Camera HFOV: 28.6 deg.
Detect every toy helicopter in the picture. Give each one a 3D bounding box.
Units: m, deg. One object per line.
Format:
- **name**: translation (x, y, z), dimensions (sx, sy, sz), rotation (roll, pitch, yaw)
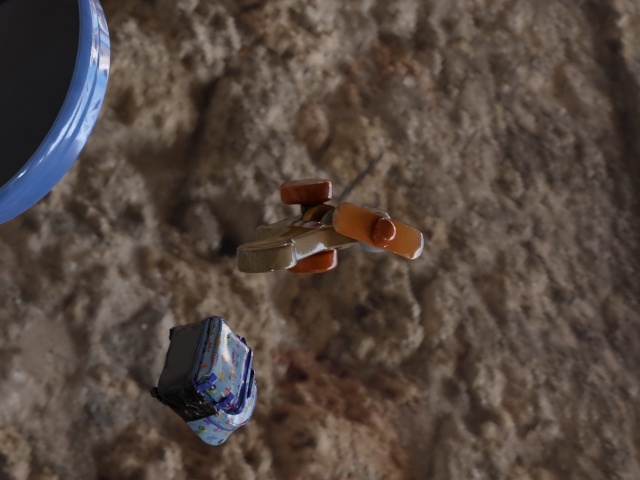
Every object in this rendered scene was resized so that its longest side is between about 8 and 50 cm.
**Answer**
- **toy helicopter**: translation (0.000, 0.000, 1.838), dimensions (0.235, 0.355, 0.140), rotation (1, -79, 25)

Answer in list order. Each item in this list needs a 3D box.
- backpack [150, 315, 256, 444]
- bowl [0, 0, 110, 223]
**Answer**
- **backpack**: translation (-0.159, 0.221, 1.926), dimensions (0.117, 0.173, 0.158), rotation (-19, -144, 26)
- **bowl**: translation (-0.422, -0.191, 1.519), dimensions (0.391, 0.077, 0.391), rotation (-9, -111, 25)
